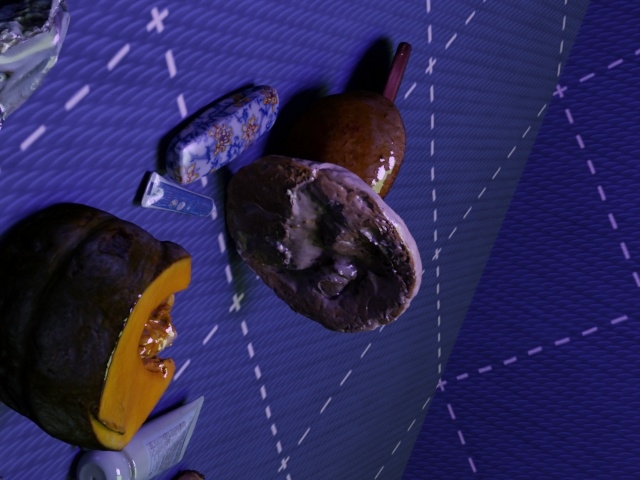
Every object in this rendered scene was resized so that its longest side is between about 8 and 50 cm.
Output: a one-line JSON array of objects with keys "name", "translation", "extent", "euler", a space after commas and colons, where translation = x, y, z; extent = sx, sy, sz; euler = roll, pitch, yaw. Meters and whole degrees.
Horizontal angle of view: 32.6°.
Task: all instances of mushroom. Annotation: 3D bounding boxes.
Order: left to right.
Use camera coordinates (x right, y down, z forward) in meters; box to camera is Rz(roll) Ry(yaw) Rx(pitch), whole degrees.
[{"name": "mushroom", "translation": [0.023, -0.128, 1.926], "extent": [0.283, 0.195, 0.263], "euler": [118, -31, -52]}]

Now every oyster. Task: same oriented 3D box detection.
[{"name": "oyster", "translation": [-0.368, -0.192, 1.216], "extent": [0.252, 0.087, 0.199], "euler": [-62, 167, 13]}]

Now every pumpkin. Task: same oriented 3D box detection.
[{"name": "pumpkin", "translation": [-0.321, 0.114, 1.475], "extent": [0.256, 0.226, 0.303], "euler": [-32, 135, -58]}]

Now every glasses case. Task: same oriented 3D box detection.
[{"name": "glasses case", "translation": [-0.150, -0.170, 1.712], "extent": [0.248, 0.065, 0.086], "euler": [-38, 147, -44]}]

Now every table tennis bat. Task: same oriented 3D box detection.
[{"name": "table tennis bat", "translation": [0.098, -0.187, 2.126], "extent": [0.268, 0.051, 0.414], "euler": [-56, 165, -85]}]

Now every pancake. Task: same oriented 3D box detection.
[{"name": "pancake", "translation": [0.000, 0.001, 1.816], "extent": [0.082, 0.387, 0.386], "euler": [-55, 156, -35]}]

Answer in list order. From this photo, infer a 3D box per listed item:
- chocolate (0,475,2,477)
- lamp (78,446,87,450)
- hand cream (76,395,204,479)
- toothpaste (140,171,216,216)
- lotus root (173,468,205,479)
[{"name": "chocolate", "translation": [-0.503, 0.378, 1.577], "extent": [0.100, 0.031, 0.064], "euler": [-59, 174, -3]}, {"name": "lamp", "translation": [-0.357, 0.282, 1.781], "extent": [0.121, 0.041, 0.054], "euler": [-47, 143, -26]}, {"name": "hand cream", "translation": [-0.302, 0.370, 1.909], "extent": [0.306, 0.093, 0.147], "euler": [-13, 127, -63]}, {"name": "toothpaste", "translation": [-0.219, -0.065, 1.716], "extent": [0.197, 0.035, 0.057], "euler": [17, 92, -63]}, {"name": "lotus root", "translation": [-0.298, 0.560, 2.105], "extent": [0.258, 0.097, 0.110], "euler": [-52, 157, -18]}]
